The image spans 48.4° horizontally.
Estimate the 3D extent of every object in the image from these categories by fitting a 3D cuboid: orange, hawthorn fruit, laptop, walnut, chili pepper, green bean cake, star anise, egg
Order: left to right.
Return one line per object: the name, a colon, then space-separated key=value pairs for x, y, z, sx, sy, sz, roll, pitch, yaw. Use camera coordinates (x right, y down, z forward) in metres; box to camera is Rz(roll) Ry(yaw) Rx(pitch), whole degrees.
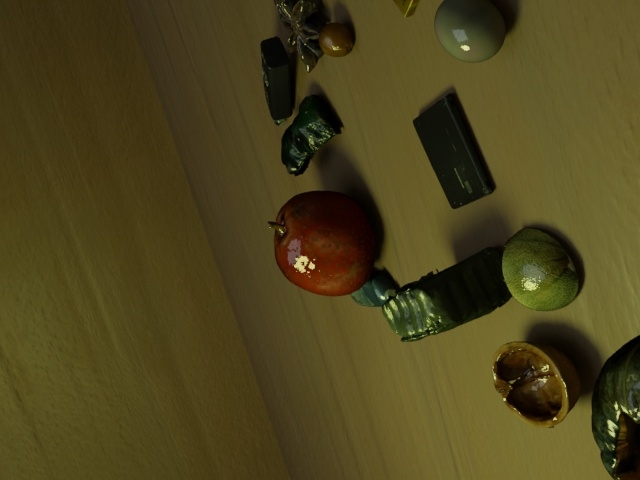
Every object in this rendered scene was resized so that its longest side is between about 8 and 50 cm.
star anise: x=-0.050 y=-0.534 z=1.701 sx=0.230 sy=0.081 sz=0.263 roll=50 pitch=164 yaw=54
chili pepper: x=-0.048 y=-0.269 z=1.892 sx=0.148 sy=0.116 sz=0.264 roll=66 pitch=157 yaw=14
hawthorn fruit: x=0.000 y=0.000 z=1.824 sx=0.275 sy=0.299 sz=0.276 roll=-49 pitch=32 yaw=48
orange: x=0.036 y=-0.450 z=1.601 sx=0.085 sy=0.085 sz=0.085 roll=48 pitch=150 yaw=40
green bean cake: x=0.247 y=0.116 z=1.423 sx=0.125 sy=0.227 sz=0.222 roll=68 pitch=158 yaw=6
laptop: x=0.257 y=-0.170 z=1.407 sx=0.207 sy=0.026 sz=0.154 roll=67 pitch=157 yaw=2
egg: x=0.244 y=-0.351 z=1.171 sx=0.135 sy=0.103 sz=0.103 roll=52 pitch=153 yaw=35
walnut: x=0.421 y=0.262 z=1.342 sx=0.211 sy=0.087 sz=0.167 roll=-24 pitch=81 yaw=66

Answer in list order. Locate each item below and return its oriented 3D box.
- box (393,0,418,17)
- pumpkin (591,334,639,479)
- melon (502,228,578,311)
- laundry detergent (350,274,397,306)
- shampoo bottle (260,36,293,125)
box: x=0.143 y=-0.514 z=1.361 sx=0.156 sy=0.022 sz=0.089 roll=60 pitch=155 yaw=20
pumpkin: x=0.523 y=0.277 z=0.987 sx=0.320 sy=0.192 sz=0.321 roll=50 pitch=154 yaw=36
melon: x=0.384 y=0.056 z=1.253 sx=0.160 sy=0.079 sz=0.128 roll=67 pitch=159 yaw=5
laundry detergent: x=0.144 y=0.135 z=1.892 sx=0.206 sy=0.061 sz=0.097 roll=5 pitch=111 yaw=65
shampoo bottle: x=-0.116 y=-0.414 z=1.946 sx=0.309 sy=0.071 sz=0.098 roll=89 pitch=159 yaw=-66
